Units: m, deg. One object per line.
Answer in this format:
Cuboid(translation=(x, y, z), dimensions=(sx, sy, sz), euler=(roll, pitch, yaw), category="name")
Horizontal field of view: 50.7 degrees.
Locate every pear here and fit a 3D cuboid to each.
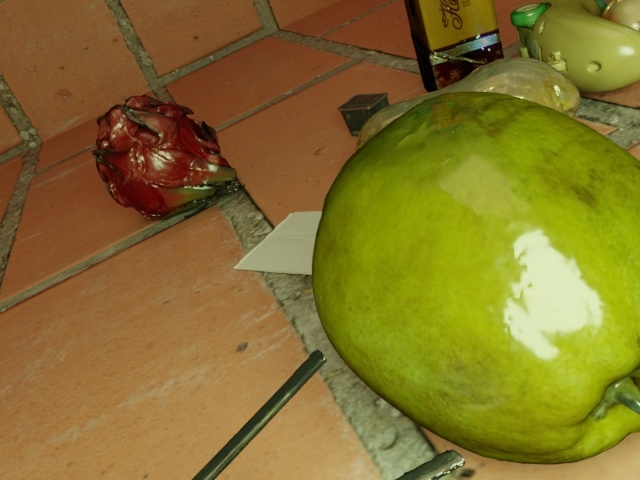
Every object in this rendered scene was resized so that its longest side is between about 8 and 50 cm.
Cuboid(translation=(0.131, 0.020, 0.518), dimensions=(0.269, 0.269, 0.321), euler=(-29, 39, -10), category="pear")

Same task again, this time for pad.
Cuboid(translation=(0.000, 0.000, 0.932), dimensions=(0.232, 0.004, 0.156), euler=(1, 36, 41), category="pad")

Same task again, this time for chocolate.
Cuboid(translation=(0.194, -0.162, 0.932), dimensions=(0.309, 0.134, 0.134), euler=(-17, 27, 16), category="chocolate")

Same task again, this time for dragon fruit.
Cuboid(translation=(-0.272, -0.143, 1.210), dimensions=(0.293, 0.234, 0.234), euler=(18, 44, 25), category="dragon fruit")

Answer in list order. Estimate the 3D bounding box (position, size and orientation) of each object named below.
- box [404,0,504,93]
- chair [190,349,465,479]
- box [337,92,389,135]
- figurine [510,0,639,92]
Cuboid(translation=(0.194, -0.424, 1.102), dimensions=(0.115, 0.416, 0.264), euler=(-15, 26, 6), category="box")
Cuboid(translation=(-0.028, 0.216, 0.372), dimensions=(0.246, 0.159, 0.172), euler=(-33, 29, -20), category="chair")
Cuboid(translation=(0.085, -0.227, 1.223), dimensions=(0.084, 0.063, 0.060), euler=(10, 44, 48), category="box")
Cuboid(translation=(0.428, -0.311, 1.031), dimensions=(0.222, 0.124, 0.325), euler=(-16, 25, 4), category="figurine")
